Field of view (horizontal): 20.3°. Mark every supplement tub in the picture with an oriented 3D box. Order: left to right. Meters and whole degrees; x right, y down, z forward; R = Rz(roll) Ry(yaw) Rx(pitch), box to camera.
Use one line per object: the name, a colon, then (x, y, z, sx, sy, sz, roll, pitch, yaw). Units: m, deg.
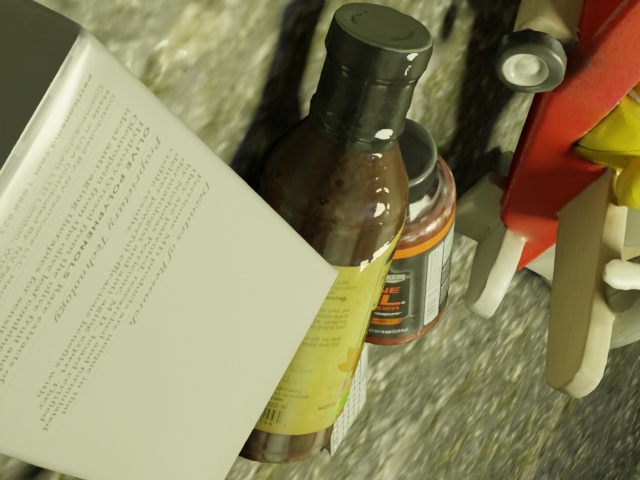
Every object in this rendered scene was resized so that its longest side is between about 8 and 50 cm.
supplement tub: (0.052, -0.010, 1.392, 0.106, 0.106, 0.198, -50, 157, -28)

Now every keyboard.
keyboard: (0.025, 0.107, 1.621, 0.072, 0.014, 0.256, -50, 158, -28)

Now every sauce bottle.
sauce bottle: (0.000, 0.000, 1.262, 0.111, 0.111, 0.344, -35, 149, -52)

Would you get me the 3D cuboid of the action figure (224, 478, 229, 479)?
action figure: (-0.080, 0.279, 1.200, 0.248, 0.275, 0.370, -63, 158, 8)

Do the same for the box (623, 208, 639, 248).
box: (0.387, -0.152, 1.847, 0.148, 0.121, 0.311, -27, 119, -56)

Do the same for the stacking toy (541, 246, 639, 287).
stacking toy: (0.328, 0.024, 2.115, 0.141, 0.141, 0.330, -60, 166, -3)

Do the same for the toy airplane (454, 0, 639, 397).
toy airplane: (0.265, -0.073, 1.580, 0.384, 0.272, 0.386, -62, 164, -83)

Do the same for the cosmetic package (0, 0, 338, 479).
cosmetic package: (-0.145, -0.004, 0.770, 0.155, 0.197, 0.365, -61, 162, -4)
